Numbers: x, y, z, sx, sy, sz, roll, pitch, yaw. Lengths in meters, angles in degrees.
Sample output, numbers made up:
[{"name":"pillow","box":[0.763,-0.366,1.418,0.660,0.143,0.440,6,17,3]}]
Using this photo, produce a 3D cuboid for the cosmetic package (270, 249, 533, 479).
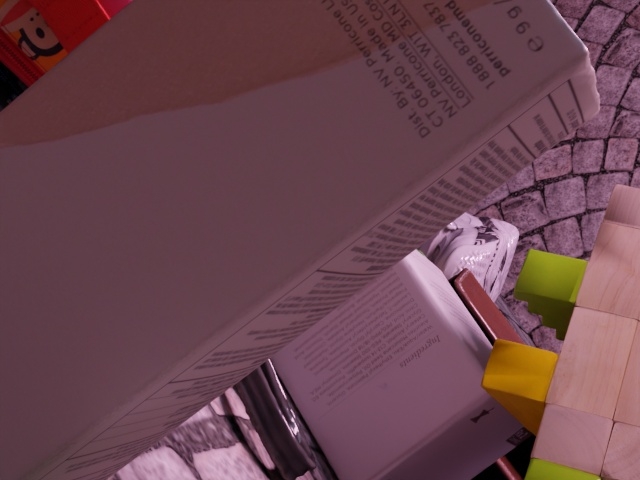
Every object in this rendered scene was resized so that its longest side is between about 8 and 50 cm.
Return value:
[{"name":"cosmetic package","box":[0.069,0.117,1.028,0.183,0.151,0.151,58,12,30]}]

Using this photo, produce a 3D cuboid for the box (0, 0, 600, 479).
[{"name":"box","box":[-0.049,-0.013,0.483,0.121,0.311,0.148,55,10,10]}]

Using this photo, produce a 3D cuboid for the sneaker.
[{"name":"sneaker","box":[0.149,0.017,1.635,0.210,0.137,0.366,19,11,13]}]

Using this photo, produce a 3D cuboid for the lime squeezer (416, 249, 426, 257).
[{"name":"lime squeezer","box":[0.099,0.022,1.341,0.310,0.059,0.109,-122,-166,-69]}]

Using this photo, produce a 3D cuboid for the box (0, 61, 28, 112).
[{"name":"box","box":[-0.264,-0.154,0.677,0.295,0.073,0.293,52,8,-19]}]

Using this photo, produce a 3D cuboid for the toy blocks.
[{"name":"toy blocks","box":[0.244,0.150,0.968,0.260,0.191,0.381,85,25,-45]}]

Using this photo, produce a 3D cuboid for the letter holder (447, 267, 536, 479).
[{"name":"letter holder","box":[0.175,0.202,1.234,0.302,0.152,0.214,53,12,3]}]

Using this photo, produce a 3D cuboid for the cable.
[{"name":"cable","box":[-0.090,0.053,0.895,0.139,0.072,0.287,100,-33,-81]}]

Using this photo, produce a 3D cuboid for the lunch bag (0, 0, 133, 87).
[{"name":"lunch bag","box":[-0.128,-0.141,0.727,0.293,0.120,0.258,49,11,-39]}]
